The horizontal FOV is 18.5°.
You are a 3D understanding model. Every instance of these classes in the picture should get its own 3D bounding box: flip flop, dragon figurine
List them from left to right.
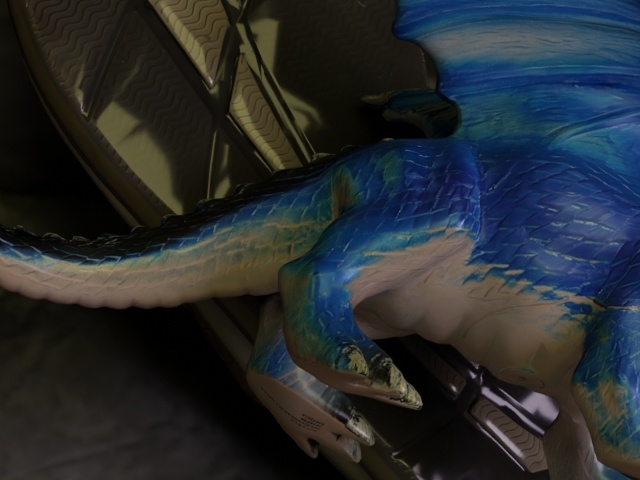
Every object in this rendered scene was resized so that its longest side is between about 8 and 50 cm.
[{"bbox_3d":[0.000,0.000,0.569,0.112,0.080,0.277,-41,98,-29],"label":"flip flop"},{"bbox_3d":[0.045,-0.016,0.489,0.289,0.085,0.144,14,69,3],"label":"dragon figurine"}]
